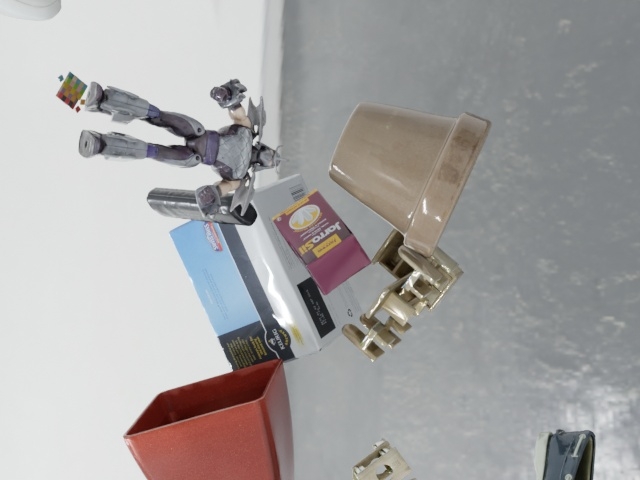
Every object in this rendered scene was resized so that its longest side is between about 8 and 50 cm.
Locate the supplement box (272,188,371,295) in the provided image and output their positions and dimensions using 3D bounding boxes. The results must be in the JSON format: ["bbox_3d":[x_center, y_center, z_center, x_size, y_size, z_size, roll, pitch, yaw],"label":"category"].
[{"bbox_3d":[0.000,0.000,1.889,0.081,0.104,0.188,57,177,-36],"label":"supplement box"}]

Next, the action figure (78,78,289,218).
[{"bbox_3d":[-0.168,-0.125,1.367,0.099,0.285,0.185,-11,72,61],"label":"action figure"}]

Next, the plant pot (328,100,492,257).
[{"bbox_3d":[0.144,-0.131,1.825,0.263,0.229,0.263,25,-90,-85],"label":"plant pot"}]

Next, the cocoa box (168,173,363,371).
[{"bbox_3d":[-0.110,0.073,2.185,0.228,0.231,0.347,-23,93,30],"label":"cocoa box"}]

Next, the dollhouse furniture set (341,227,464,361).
[{"bbox_3d":[0.145,0.073,2.007,0.161,0.242,0.212,42,119,14],"label":"dollhouse furniture set"}]

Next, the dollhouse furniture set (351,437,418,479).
[{"bbox_3d":[0.140,0.492,2.057,0.161,0.101,0.182,54,174,3],"label":"dollhouse furniture set"}]

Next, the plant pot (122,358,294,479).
[{"bbox_3d":[-0.179,0.398,1.959,0.267,0.267,0.236,-57,-49,-79],"label":"plant pot"}]

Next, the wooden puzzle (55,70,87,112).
[{"bbox_3d":[-0.422,-0.254,1.777,0.006,0.083,0.049,22,80,30],"label":"wooden puzzle"}]

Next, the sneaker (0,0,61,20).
[{"bbox_3d":[-0.532,-0.476,1.681,0.152,0.305,0.114,-14,41,47],"label":"sneaker"}]

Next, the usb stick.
[{"bbox_3d":[-0.222,-0.063,1.927,0.278,0.077,0.045,6,65,47],"label":"usb stick"}]

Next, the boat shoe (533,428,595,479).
[{"bbox_3d":[0.317,0.347,1.323,0.079,0.095,0.255,-14,33,24],"label":"boat shoe"}]
